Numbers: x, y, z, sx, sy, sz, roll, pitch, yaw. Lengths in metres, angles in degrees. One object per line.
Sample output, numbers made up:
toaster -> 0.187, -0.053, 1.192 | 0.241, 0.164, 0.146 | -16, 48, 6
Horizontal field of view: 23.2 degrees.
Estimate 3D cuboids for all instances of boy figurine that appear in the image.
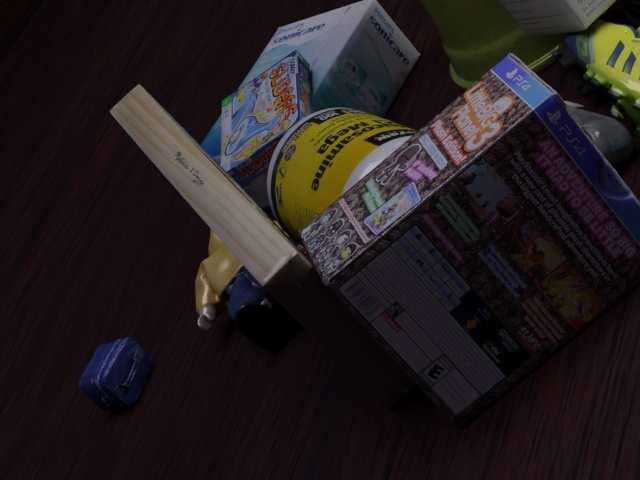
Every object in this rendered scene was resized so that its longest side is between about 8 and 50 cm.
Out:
boy figurine -> -0.099, 0.046, 2.054 | 0.177, 0.092, 0.285 | -46, 25, 1

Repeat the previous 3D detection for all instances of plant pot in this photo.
plant pot -> 0.218, -0.383, 2.075 | 0.276, 0.254, 0.276 | -33, 27, 19

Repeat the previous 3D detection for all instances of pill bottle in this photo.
pill bottle -> 0.078, -0.043, 1.827 | 0.188, 0.188, 0.334 | -46, 26, -7

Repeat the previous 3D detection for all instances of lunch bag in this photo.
lunch bag -> -0.277, 0.183, 2.121 | 0.065, 0.067, 0.098 | -20, 35, 40

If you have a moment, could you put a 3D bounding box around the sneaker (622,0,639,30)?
sneaker -> 0.430, -0.305, 1.858 | 0.178, 0.077, 0.072 | -17, 36, 42

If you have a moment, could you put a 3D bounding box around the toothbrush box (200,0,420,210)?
toothbrush box -> -0.021, -0.195, 2.267 | 0.216, 0.126, 0.295 | -10, 42, 46

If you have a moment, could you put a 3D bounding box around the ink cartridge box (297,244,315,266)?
ink cartridge box -> 0.000, 0.000, 2.054 | 0.063, 0.029, 0.115 | -45, 25, -4

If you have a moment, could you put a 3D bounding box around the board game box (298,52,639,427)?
board game box -> 0.168, 0.000, 1.586 | 0.291, 0.232, 0.141 | -39, 26, 5

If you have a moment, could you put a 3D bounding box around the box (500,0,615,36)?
box -> 0.312, -0.350, 1.882 | 0.181, 0.119, 0.182 | -42, 13, -7

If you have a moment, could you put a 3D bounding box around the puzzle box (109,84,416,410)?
puzzle box -> -0.066, 0.002, 1.754 | 0.052, 0.272, 0.409 | -43, 43, -1

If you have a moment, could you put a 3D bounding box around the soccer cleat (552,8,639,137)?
soccer cleat -> 0.362, -0.201, 1.780 | 0.121, 0.093, 0.289 | -38, 26, 4

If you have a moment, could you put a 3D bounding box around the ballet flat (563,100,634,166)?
ballet flat -> 0.295, -0.128, 1.810 | 0.068, 0.072, 0.213 | -20, 24, -13

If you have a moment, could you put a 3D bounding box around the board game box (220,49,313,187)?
board game box -> -0.073, -0.165, 2.117 | 0.136, 0.035, 0.201 | -33, 30, 18
